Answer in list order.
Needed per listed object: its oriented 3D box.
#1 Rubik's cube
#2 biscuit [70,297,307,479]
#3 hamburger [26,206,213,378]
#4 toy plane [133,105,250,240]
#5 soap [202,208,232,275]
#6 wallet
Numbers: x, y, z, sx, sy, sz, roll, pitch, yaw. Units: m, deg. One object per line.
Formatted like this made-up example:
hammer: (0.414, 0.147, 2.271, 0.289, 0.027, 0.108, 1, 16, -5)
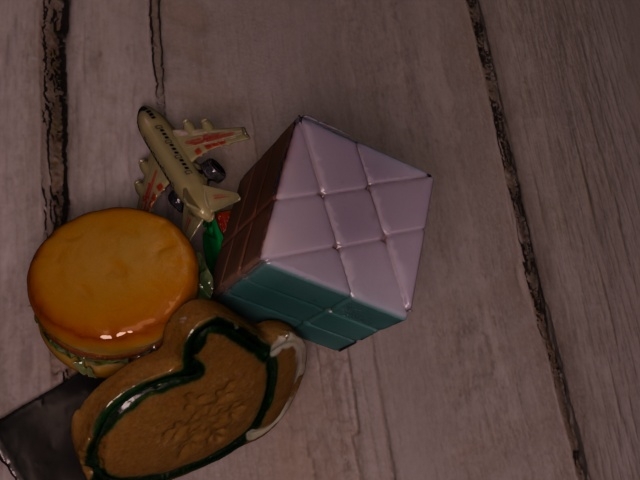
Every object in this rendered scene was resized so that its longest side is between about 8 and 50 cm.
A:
Rubik's cube: (0.000, 0.000, 1.210, 0.231, 0.224, 0.221, 22, 63, -18)
biscuit: (-0.156, 0.201, 1.145, 0.344, 0.287, 0.057, -13, 40, -37)
hamburger: (-0.270, 0.083, 1.176, 0.246, 0.170, 0.246, 3, 52, -4)
toy plane: (-0.215, -0.114, 1.313, 0.104, 0.242, 0.256, 34, 19, -47)
soap: (-0.047, 0.014, 1.371, 0.273, 0.098, 0.218, -10, 76, -29)
wallet: (-0.299, 0.243, 1.194, 0.285, 0.030, 0.146, -31, 88, -32)
